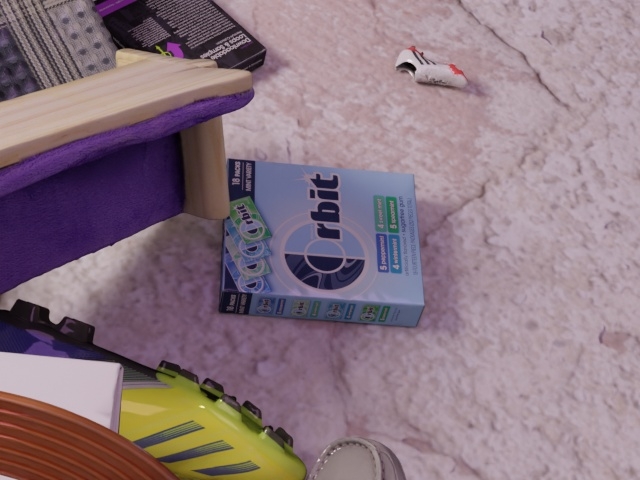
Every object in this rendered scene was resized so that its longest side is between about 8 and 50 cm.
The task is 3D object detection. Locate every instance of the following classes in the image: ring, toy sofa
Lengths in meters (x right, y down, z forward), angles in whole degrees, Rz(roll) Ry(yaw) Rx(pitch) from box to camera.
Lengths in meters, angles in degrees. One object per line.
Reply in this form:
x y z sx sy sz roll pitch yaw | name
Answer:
-0.223 0.205 0.714 0.337 0.336 0.032 6 35 -7 | ring
-0.217 -0.037 0.917 0.177 0.150 0.363 15 29 36 | toy sofa

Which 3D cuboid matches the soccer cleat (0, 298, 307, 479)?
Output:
-0.153 0.150 0.933 0.289 0.093 0.121 24 83 2 | soccer cleat

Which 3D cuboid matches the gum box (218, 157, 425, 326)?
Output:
0.000 0.000 1.087 0.185 0.041 0.157 5 53 -7 | gum box

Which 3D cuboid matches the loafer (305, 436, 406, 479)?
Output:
-0.012 0.272 0.823 0.112 0.111 0.319 -15 42 34 | loafer

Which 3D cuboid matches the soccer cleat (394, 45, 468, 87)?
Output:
0.120 -0.182 1.258 0.083 0.029 0.035 29 62 15 | soccer cleat

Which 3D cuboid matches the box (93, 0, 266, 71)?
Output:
-0.153 -0.218 1.228 0.116 0.029 0.162 -34 65 -30 | box

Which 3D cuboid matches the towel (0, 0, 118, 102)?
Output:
-0.366 -0.209 1.088 0.312 0.056 0.324 -28 95 -27 | towel

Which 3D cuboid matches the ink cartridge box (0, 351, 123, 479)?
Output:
-0.280 0.170 0.801 0.278 0.201 0.117 7 50 -7 | ink cartridge box
